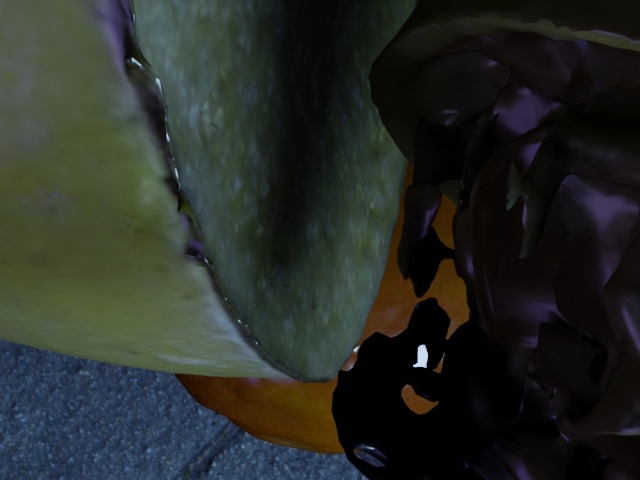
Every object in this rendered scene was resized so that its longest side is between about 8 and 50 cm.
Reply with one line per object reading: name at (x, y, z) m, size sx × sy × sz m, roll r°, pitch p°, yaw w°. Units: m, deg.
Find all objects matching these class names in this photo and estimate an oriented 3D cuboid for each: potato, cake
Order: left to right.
potato at (-0.144, -0.147, 0.544) m, size 0.319 × 0.385 × 0.442 m, roll 1°, pitch 145°, yaw 14°
cake at (0.146, 0.024, 0.470) m, size 0.332 × 0.321 × 0.332 m, roll 29°, pitch 170°, yaw 6°

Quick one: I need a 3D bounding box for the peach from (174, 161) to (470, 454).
peach at (0.000, 0.000, 0.880) m, size 0.342 × 0.301 × 0.343 m, roll 41°, pitch 163°, yaw 15°
